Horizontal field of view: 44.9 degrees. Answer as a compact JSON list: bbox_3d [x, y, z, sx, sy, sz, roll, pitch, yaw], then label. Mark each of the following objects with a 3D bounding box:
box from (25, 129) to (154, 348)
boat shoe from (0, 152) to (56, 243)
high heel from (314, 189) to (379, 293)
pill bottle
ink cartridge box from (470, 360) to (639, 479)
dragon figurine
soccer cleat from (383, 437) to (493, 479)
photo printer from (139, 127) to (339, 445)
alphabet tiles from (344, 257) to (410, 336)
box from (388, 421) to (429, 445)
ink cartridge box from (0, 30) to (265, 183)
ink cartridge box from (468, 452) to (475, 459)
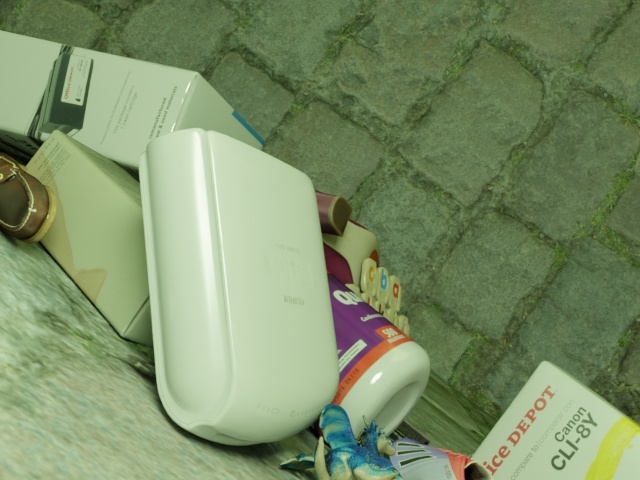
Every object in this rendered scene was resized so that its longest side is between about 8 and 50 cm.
[{"bbox_3d":[-0.249,0.001,0.980,0.311,0.121,0.148,39,2,35],"label":"box"},{"bbox_3d":[-0.376,-0.058,0.917,0.073,0.073,0.207,33,-3,-41],"label":"boat shoe"},{"bbox_3d":[0.000,0.000,1.503,0.181,0.127,0.377,14,-28,25],"label":"high heel"},{"bbox_3d":[-0.014,0.138,1.098,0.323,0.181,0.181,39,2,27],"label":"pill bottle"},{"bbox_3d":[0.406,0.400,1.105,0.384,0.279,0.160,38,4,39],"label":"ink cartridge box"},{"bbox_3d":[0.018,0.235,0.829,0.144,0.085,0.289,39,2,38],"label":"dragon figurine"},{"bbox_3d":[0.167,0.320,1.008,0.108,0.116,0.318,37,2,-10],"label":"soccer cleat"},{"bbox_3d":[-0.077,0.059,0.829,0.256,0.107,0.307,20,60,-63],"label":"photo printer"},{"bbox_3d":[0.106,0.187,1.495,0.021,0.278,0.284,-4,-21,30],"label":"alphabet tiles"},{"bbox_3d":[0.129,0.333,1.355,0.116,0.029,0.162,37,1,17],"label":"box"},{"bbox_3d":[-0.335,-0.183,1.278,0.395,0.166,0.285,16,-9,21],"label":"ink cartridge box"},{"bbox_3d":[0.364,0.493,1.386,0.275,0.060,0.239,38,1,21],"label":"ink cartridge box"}]
